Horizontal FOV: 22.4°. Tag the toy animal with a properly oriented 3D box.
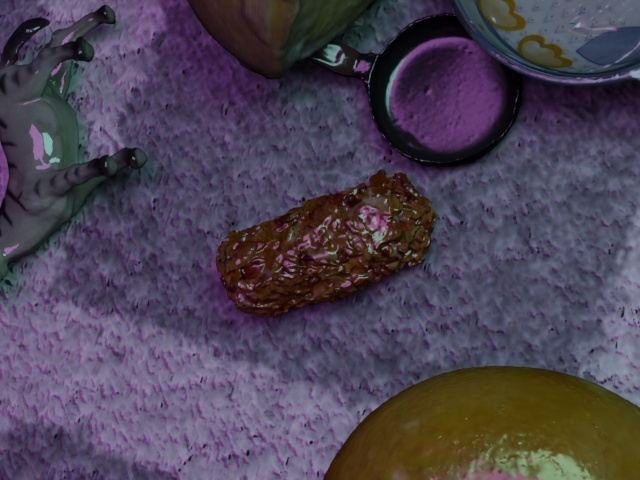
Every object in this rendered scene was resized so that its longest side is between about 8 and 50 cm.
[{"bbox_3d":[-0.222,-0.066,1.242,0.176,0.073,0.217,-20,69,25],"label":"toy animal"}]

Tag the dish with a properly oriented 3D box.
[{"bbox_3d":[0.204,-0.198,1.148,0.227,0.086,0.236,-10,75,11],"label":"dish"}]

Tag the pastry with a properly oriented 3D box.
[{"bbox_3d":[0.001,0.002,1.169,0.169,0.063,0.087,-24,71,10],"label":"pastry"}]

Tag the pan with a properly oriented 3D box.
[{"bbox_3d":[0.045,-0.122,1.196,0.212,0.040,0.115,17,83,10],"label":"pan"}]

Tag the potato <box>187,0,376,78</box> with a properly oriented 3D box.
[{"bbox_3d":[-0.023,-0.286,1.118,0.189,0.264,0.211,-36,70,-30],"label":"potato"}]

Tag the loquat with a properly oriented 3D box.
[{"bbox_3d":[0.118,0.208,0.991,0.263,0.263,0.263,-3,77,14],"label":"loquat"}]
